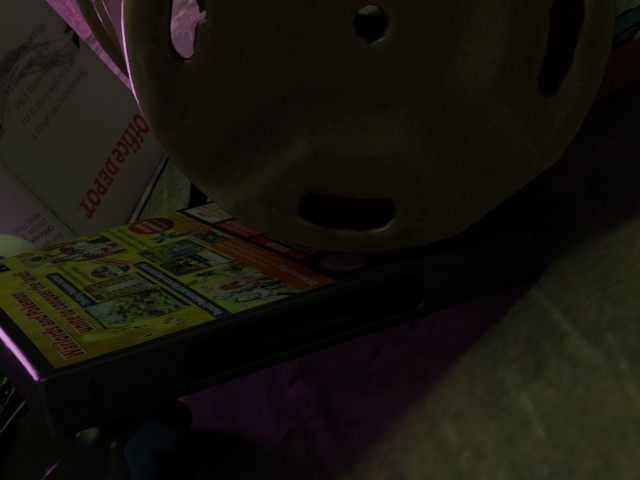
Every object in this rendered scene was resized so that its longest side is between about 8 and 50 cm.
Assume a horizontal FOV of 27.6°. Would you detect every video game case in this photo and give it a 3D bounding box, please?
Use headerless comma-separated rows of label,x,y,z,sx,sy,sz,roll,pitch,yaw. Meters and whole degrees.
video game case,-0.059,0.021,0.716,0.248,0.035,0.275,-16,14,-20

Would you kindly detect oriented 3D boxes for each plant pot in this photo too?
plant pot,0.009,-0.154,0.704,0.334,0.334,0.305,-37,22,11

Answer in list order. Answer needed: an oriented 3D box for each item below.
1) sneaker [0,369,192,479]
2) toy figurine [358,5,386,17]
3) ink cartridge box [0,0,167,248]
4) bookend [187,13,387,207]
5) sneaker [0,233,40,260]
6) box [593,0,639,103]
sneaker,-0.204,0.112,0.816,0.125,0.139,0.341,-49,21,-29
toy figurine,-0.015,-0.235,1.116,0.148,0.213,0.209,-17,27,21
ink cartridge box,-0.360,-0.142,1.298,0.166,0.395,0.285,-35,19,25
bookend,-0.015,-0.093,0.983,0.072,0.156,0.157,-86,4,-64
sneaker,-0.371,0.147,1.115,0.323,0.130,0.236,-26,33,25
box,0.181,-0.120,0.768,0.136,0.028,0.081,-29,22,38
